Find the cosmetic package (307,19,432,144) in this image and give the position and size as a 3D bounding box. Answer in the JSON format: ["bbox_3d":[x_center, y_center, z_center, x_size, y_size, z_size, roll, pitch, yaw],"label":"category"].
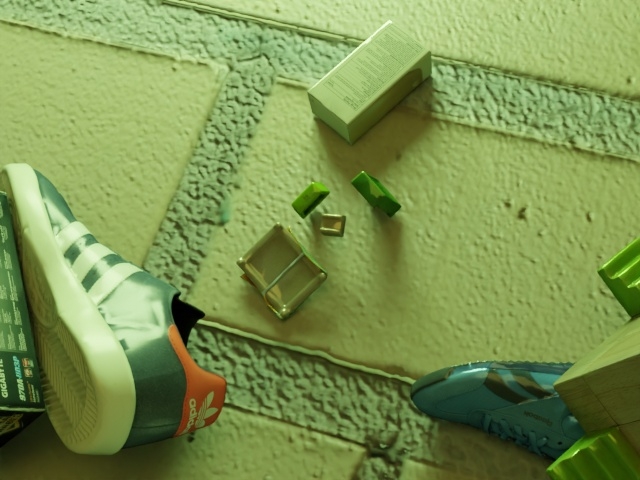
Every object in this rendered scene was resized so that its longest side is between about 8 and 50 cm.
[{"bbox_3d":[0.049,-0.154,1.199,0.115,0.041,0.060,-41,66,-13],"label":"cosmetic package"}]

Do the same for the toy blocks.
[{"bbox_3d":[0.353,0.041,0.899,0.381,0.261,0.191,-35,87,-23],"label":"toy blocks"}]

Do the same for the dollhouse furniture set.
[{"bbox_3d":[0.000,0.000,1.139,0.152,0.058,0.076,-44,72,7],"label":"dollhouse furniture set"}]

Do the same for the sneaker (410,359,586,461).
[{"bbox_3d":[0.178,0.145,1.016,0.209,0.069,0.082,0,67,8],"label":"sneaker"}]

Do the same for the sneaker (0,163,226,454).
[{"bbox_3d":[-0.195,0.055,1.097,0.148,0.131,0.350,1,38,-34],"label":"sneaker"}]

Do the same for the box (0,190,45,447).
[{"bbox_3d":[-0.322,0.088,1.070,0.175,0.051,0.220,-37,57,33],"label":"box"}]
